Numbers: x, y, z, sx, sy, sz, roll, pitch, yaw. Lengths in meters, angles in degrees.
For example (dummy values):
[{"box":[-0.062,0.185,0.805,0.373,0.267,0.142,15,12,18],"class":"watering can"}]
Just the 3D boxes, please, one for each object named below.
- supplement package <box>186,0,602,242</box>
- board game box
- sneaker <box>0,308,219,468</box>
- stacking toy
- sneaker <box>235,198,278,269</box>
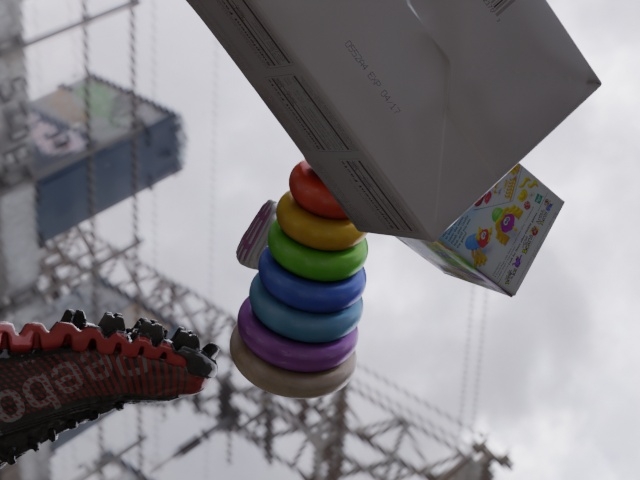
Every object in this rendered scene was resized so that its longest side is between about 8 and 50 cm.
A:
[{"box":[0.057,-0.165,1.191,0.262,0.204,0.145,53,-15,-17],"class":"supplement package"},{"box":[0.146,-0.065,1.820,0.275,0.144,0.142,36,-10,-37],"class":"board game box"},{"box":[-0.221,0.121,1.193,0.097,0.276,0.135,163,-70,-80],"class":"sneaker"},{"box":[0.000,0.000,1.516,0.141,0.141,0.330,33,-53,27],"class":"stacking toy"},{"box":[-0.031,0.016,1.893,0.105,0.095,0.236,28,0,-23],"class":"sneaker"}]
